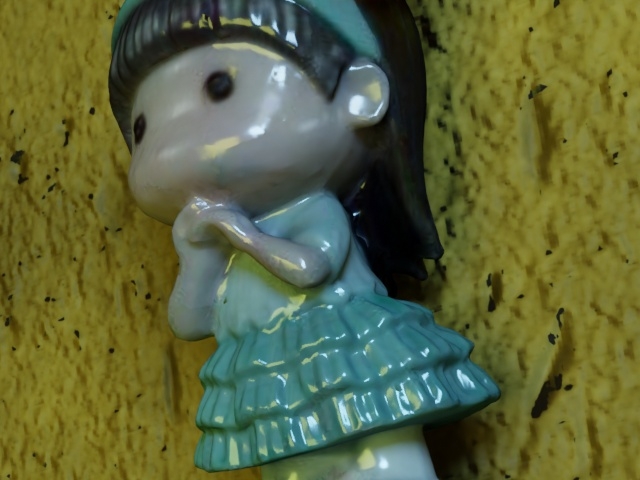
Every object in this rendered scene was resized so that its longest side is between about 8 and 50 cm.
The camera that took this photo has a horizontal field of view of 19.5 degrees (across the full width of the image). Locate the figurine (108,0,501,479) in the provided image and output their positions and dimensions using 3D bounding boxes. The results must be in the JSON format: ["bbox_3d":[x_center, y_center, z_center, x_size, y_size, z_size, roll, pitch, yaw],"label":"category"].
[{"bbox_3d":[0.000,0.000,0.658,0.138,0.110,0.245,-18,77,29],"label":"figurine"}]
